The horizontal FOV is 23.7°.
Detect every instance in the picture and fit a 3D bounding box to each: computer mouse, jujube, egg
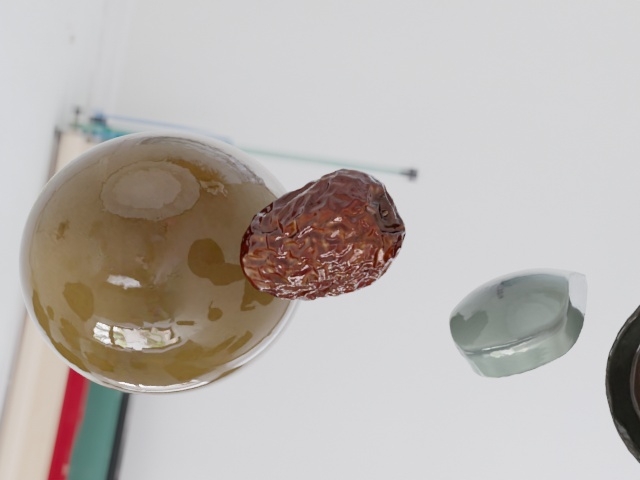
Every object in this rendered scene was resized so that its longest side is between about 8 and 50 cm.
[{"bbox_3d":[0.195,0.064,1.497,0.231,0.127,0.079,-56,-52,-73],"label":"computer mouse"},{"bbox_3d":[0.000,0.000,1.487,0.109,0.176,0.112,29,-128,-38],"label":"jujube"},{"bbox_3d":[-0.168,0.025,1.731,0.374,0.301,0.301,-3,-76,-52],"label":"egg"}]

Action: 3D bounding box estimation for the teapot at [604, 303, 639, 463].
[{"bbox_3d":[0.502,0.207,1.771,0.361,0.305,0.376,9,-108,-57],"label":"teapot"}]
